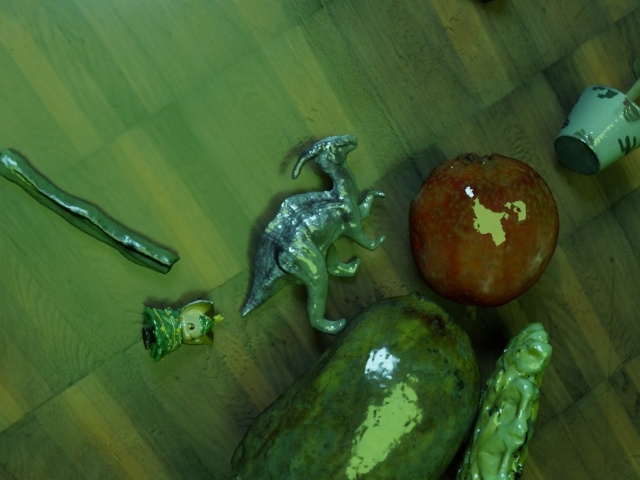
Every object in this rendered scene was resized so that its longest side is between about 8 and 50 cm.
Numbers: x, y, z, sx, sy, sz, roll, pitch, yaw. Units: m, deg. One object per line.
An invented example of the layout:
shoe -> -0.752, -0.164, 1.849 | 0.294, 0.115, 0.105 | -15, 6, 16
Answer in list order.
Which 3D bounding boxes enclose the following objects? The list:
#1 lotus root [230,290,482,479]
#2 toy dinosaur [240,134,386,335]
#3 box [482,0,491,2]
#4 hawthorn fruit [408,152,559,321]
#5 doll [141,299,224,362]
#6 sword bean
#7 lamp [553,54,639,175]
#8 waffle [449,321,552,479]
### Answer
lotus root -> 0.068, 0.238, 0.996 | 0.250, 0.250, 0.346 | 38, 88, -16
toy dinosaur -> -0.001, -0.002, 1.032 | 0.162, 0.077, 0.294 | 26, 87, -15
box -> 0.167, -0.397, 1.030 | 0.207, 0.050, 0.041 | 21, 91, -16
hawthorn fruit -> 0.225, 0.004, 1.033 | 0.205, 0.205, 0.253 | -8, 108, -13
doll -> -0.198, 0.115, 1.017 | 0.113, 0.076, 0.078 | -24, 132, -39
sword bean -> -0.310, -0.033, 0.969 | 0.269, 0.038, 0.043 | 35, 94, -15
lamp -> 0.449, -0.195, 1.097 | 0.214, 0.121, 0.121 | -42, 105, -15
waffle -> 0.247, 0.261, 1.037 | 0.073, 0.297, 0.317 | 19, 87, 8
